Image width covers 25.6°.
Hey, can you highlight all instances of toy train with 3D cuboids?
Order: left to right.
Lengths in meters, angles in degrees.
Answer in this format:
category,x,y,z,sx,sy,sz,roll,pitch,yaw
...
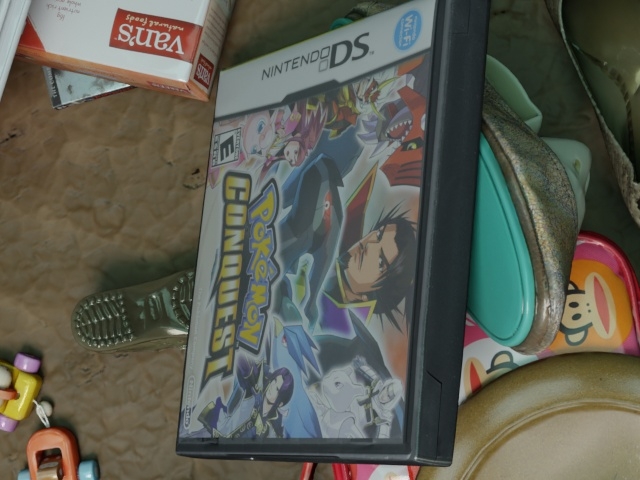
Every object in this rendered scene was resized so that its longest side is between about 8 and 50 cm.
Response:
category,x,y,z,sx,sy,sz,roll,pitch,yaw
toy train,-0.248,0.146,1.016,0.166,0.046,0.125,-5,87,7

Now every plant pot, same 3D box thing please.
category,x,y,z,sx,sy,sz,roll,pitch,yaw
plant pot,0.168,0.186,0.849,0.236,0.032,0.236,0,89,9

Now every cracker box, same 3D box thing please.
category,x,y,z,sx,sy,sz,roll,pitch,yaw
cracker box,-0.129,-0.228,0.989,0.156,0.067,0.232,13,86,11

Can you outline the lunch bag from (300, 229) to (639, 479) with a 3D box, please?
category,x,y,z,sx,sy,sz,roll,pitch,yaw
lunch bag,0.107,0.148,0.939,0.258,0.120,0.293,-13,85,11

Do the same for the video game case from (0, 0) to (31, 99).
category,x,y,z,sx,sy,sz,roll,pitch,yaw
video game case,-0.248,-0.143,0.966,0.023,0.201,0.183,17,91,-34

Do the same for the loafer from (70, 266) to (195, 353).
category,x,y,z,sx,sy,sz,roll,pitch,yaw
loafer,-0.102,0.050,1.000,0.148,0.050,0.056,-5,80,-8

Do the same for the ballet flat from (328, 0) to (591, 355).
category,x,y,z,sx,sy,sz,roll,pitch,yaw
ballet flat,0.105,-0.057,0.884,0.106,0.107,0.316,-5,44,-23

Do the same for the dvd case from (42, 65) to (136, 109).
category,x,y,z,sx,sy,sz,roll,pitch,yaw
dvd case,-0.148,-0.152,1.028,0.119,0.013,0.087,-14,87,8

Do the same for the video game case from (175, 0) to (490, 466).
category,x,y,z,sx,sy,sz,roll,pitch,yaw
video game case,0.000,0.000,0.878,0.035,0.248,0.274,15,75,-35

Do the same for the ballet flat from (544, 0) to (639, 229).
category,x,y,z,sx,sy,sz,roll,pitch,yaw
ballet flat,0.205,-0.113,0.939,0.084,0.058,0.249,-20,74,24
